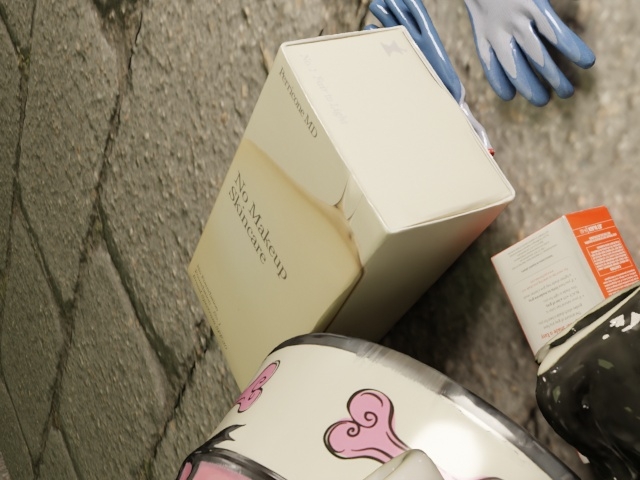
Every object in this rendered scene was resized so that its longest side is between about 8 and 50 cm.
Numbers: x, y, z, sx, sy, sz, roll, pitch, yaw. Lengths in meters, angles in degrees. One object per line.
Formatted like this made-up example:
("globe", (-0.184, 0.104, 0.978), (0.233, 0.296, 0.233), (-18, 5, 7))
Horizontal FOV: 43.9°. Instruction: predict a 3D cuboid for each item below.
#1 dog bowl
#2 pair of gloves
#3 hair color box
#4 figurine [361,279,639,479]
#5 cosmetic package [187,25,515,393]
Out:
("dog bowl", (0.046, 0.271, 0.534), (0.408, 0.150, 0.408), (34, 143, 30))
("pair of gloves", (0.097, -0.136, 0.544), (0.159, 0.023, 0.198), (64, 148, 15))
("hair color box", (0.168, 0.058, 0.488), (0.072, 0.043, 0.141), (-39, 67, 53))
("figurine", (0.124, 0.158, 0.331), (0.209, 0.214, 0.092), (54, 175, 12))
("cosmetic package", (0.000, 0.000, 0.635), (0.160, 0.113, 0.309), (61, 148, 21))
